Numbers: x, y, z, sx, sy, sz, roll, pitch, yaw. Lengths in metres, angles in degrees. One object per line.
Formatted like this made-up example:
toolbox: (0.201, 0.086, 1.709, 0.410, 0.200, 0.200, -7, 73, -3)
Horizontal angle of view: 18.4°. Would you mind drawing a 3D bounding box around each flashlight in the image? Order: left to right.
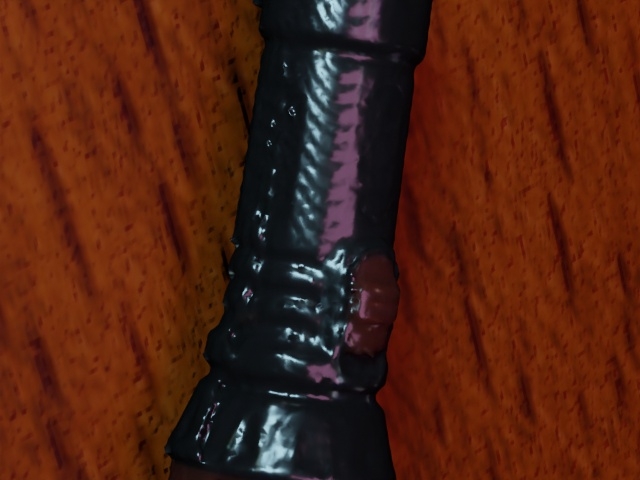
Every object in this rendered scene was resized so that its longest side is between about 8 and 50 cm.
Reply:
flashlight: (0.000, 0.000, 0.770, 0.093, 0.093, 0.232, 10, 90, -39)
